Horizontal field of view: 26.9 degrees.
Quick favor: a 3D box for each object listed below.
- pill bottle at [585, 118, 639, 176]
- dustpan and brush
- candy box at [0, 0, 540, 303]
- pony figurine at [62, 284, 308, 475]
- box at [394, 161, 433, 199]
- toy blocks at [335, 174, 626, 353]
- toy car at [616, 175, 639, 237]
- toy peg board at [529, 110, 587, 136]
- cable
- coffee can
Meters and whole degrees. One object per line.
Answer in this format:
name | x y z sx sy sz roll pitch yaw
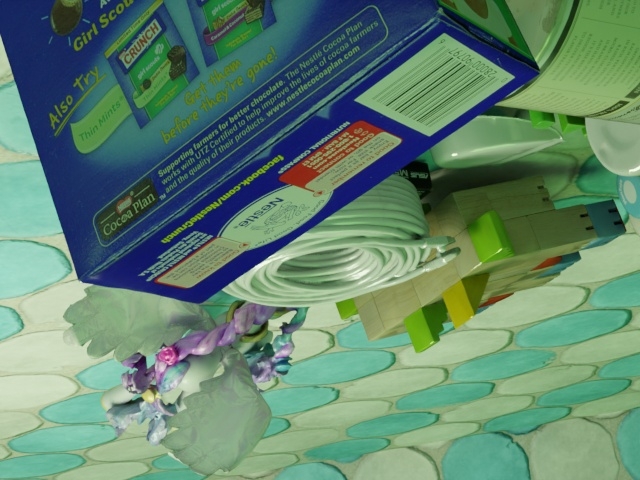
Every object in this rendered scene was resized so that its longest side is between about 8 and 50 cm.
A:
pill bottle | 0.379 -0.124 1.330 0.208 0.119 0.119 -3 160 -28
dustpan and brush | 0.147 -0.118 1.501 0.211 0.060 0.147 -6 174 -29
candy box | -0.061 -0.165 0.806 0.268 0.317 0.122 -34 154 24
pony figurine | -0.173 0.162 1.862 0.351 0.303 0.363 -36 175 -38
box | 0.010 -0.046 1.632 0.191 0.045 0.184 3 154 -30
toy blocks | 0.219 0.019 1.766 0.261 0.190 0.381 -11 163 -32
toy car | 0.473 -0.025 1.719 0.219 0.210 0.238 -17 175 -14
toy peg board | 0.297 -0.169 1.381 0.161 0.079 0.161 5 156 -36
cable | 0.000 0.000 1.567 0.257 0.089 0.257 13 151 -42
coffee can | 0.238 -0.197 1.095 0.275 0.201 0.201 3 156 -32
